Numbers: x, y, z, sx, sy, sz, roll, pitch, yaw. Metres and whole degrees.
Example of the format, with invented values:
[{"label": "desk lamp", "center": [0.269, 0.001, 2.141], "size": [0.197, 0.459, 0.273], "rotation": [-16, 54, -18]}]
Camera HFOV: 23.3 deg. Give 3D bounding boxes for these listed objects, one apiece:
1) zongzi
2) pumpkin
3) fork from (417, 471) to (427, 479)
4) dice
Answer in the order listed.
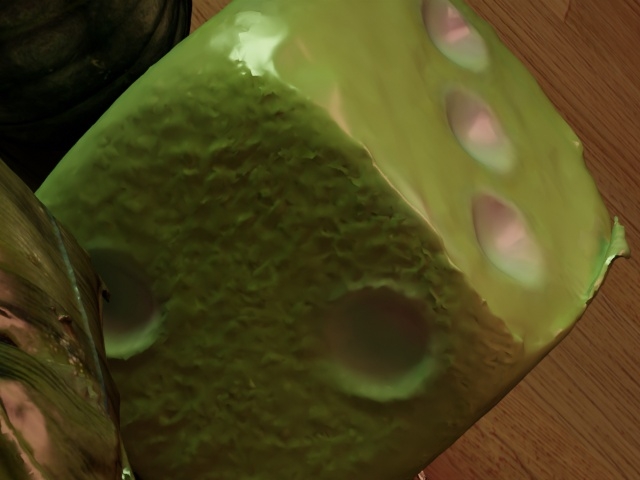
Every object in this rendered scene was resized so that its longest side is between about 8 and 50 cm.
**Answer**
[{"label": "zongzi", "center": [-0.181, 0.022, 0.628], "size": [0.274, 0.125, 0.250], "rotation": [59, 5, -38]}, {"label": "pumpkin", "center": [-0.158, -0.179, 0.920], "size": [0.250, 0.216, 0.249], "rotation": [-6, 90, -75]}, {"label": "fork", "center": [0.071, 0.166, 1.036], "size": [0.016, 0.012, 0.115], "rotation": [-15, 69, -52]}, {"label": "dice", "center": [0.000, 0.000, 0.881], "size": [0.250, 0.254, 0.252], "rotation": [47, 30, 0]}]
